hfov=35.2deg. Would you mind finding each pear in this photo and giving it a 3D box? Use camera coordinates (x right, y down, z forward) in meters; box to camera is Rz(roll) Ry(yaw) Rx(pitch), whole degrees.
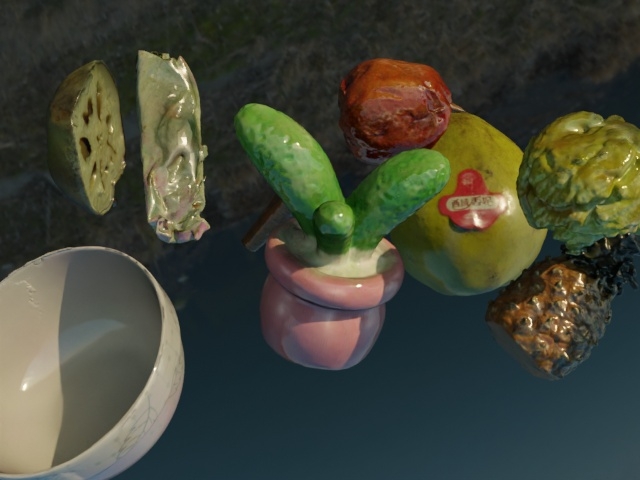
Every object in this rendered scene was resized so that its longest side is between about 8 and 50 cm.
[{"bbox_3d":[0.255,-0.076,1.798,0.287,0.375,0.287,-10,160,-4],"label":"pear"}]

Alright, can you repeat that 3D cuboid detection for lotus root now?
[{"bbox_3d":[-0.323,-0.135,1.346,0.078,0.183,0.203,-1,108,8],"label":"lotus root"}]

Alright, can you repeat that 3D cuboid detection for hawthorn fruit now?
[{"bbox_3d":[0.111,-0.206,1.571,0.179,0.173,0.173,-36,148,19],"label":"hawthorn fruit"}]

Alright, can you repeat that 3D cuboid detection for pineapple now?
[{"bbox_3d":[0.368,0.063,1.429,0.279,0.158,0.158,-44,150,-9],"label":"pineapple"}]

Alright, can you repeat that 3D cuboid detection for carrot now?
[{"bbox_3d":[-0.078,-0.041,1.749,0.055,0.055,0.161,7,136,-43],"label":"carrot"}]

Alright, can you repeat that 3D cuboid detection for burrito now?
[{"bbox_3d":[-0.216,-0.141,1.461,0.096,0.309,0.066,-3,161,-18],"label":"burrito"}]

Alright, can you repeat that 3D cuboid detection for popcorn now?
[{"bbox_3d":[0.363,-0.067,1.304,0.212,0.198,0.198,26,124,-29],"label":"popcorn"}]

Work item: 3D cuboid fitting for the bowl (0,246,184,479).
[{"bbox_3d":[-0.276,0.161,1.157,0.287,0.287,0.144,-28,142,3],"label":"bowl"}]

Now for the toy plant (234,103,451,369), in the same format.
[{"bbox_3d":[0.000,0.003,1.485,0.317,0.210,0.356,15,124,5],"label":"toy plant"}]
